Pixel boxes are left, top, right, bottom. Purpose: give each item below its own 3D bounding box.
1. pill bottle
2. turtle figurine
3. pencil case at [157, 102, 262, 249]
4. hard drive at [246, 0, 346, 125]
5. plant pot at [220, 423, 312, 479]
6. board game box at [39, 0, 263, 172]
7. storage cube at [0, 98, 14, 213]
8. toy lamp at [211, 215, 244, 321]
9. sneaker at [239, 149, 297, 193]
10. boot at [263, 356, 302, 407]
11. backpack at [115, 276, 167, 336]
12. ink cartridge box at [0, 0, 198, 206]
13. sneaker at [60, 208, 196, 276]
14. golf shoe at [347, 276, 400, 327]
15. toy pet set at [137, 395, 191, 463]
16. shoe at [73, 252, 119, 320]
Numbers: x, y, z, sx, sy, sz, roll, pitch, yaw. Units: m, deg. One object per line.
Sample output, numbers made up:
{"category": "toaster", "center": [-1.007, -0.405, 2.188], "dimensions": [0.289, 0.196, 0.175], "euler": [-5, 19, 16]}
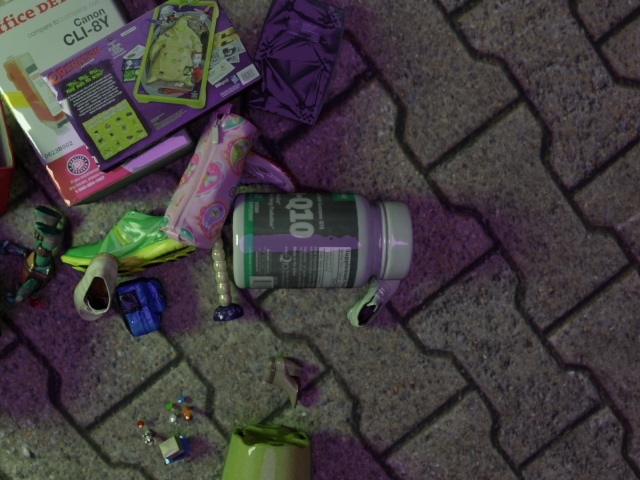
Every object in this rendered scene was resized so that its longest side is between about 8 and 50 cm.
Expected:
{"category": "pill bottle", "center": [0.000, 0.000, 1.168], "dimensions": [0.360, 0.204, 0.204], "euler": [0, 97, -6]}
{"category": "turtle figurine", "center": [-0.621, 0.052, 1.164], "dimensions": [0.175, 0.118, 0.234], "euler": [43, 106, 32]}
{"category": "pencil case", "center": [-0.218, -0.125, 1.088], "dimensions": [0.124, 0.124, 0.284], "euler": [23, 86, -8]}
{"category": "hard drive", "center": [-0.054, -0.392, 1.190], "dimensions": [0.171, 0.054, 0.255], "euler": [15, 95, -7]}
{"category": "plant pot", "center": [-0.119, 0.555, 1.213], "dimensions": [0.275, 0.276, 0.254], "euler": [7, 85, -6]}
{"category": "board game box", "center": [-0.305, -0.300, 1.015], "dimensions": [0.346, 0.056, 0.208], "euler": [-31, 98, -3]}
{"category": "storage cube", "center": [-0.700, -0.166, 1.033], "dimensions": [0.183, 0.193, 0.215], "euler": [-10, 70, -37]}
{"category": "toy lamp", "center": [-0.224, 0.038, 1.215], "dimensions": [0.080, 0.080, 0.275], "euler": [-10, 98, -4]}
{"category": "sneaker", "center": [-0.155, -0.151, 1.202], "dimensions": [0.225, 0.088, 0.093], "euler": [25, 98, 2]}
{"category": "boot", "center": [-0.090, 0.329, 1.284], "dimensions": [0.086, 0.042, 0.119], "euler": [8, 95, 0]}
{"category": "backpack", "center": [-0.388, 0.145, 1.202], "dimensions": [0.101, 0.098, 0.120], "euler": [-14, 97, -8]}
{"category": "ink cartridge box", "center": [-0.465, -0.300, 1.109], "dimensions": [0.279, 0.160, 0.385], "euler": [-28, 98, -2]}
{"category": "sneaker", "center": [-0.410, 0.002, 1.194], "dimensions": [0.295, 0.109, 0.124], "euler": [-13, 69, 1]}
{"category": "golf shoe", "center": [0.134, 0.130, 1.256], "dimensions": [0.069, 0.086, 0.176], "euler": [34, 91, -6]}
{"category": "toy pet set", "center": [-0.342, 0.445, 1.274], "dimensions": [0.122, 0.065, 0.114], "euler": [-29, 64, -4]}
{"category": "shoe", "center": [-0.477, 0.112, 1.155], "dimensions": [0.076, 0.058, 0.219], "euler": [13, 134, -23]}
